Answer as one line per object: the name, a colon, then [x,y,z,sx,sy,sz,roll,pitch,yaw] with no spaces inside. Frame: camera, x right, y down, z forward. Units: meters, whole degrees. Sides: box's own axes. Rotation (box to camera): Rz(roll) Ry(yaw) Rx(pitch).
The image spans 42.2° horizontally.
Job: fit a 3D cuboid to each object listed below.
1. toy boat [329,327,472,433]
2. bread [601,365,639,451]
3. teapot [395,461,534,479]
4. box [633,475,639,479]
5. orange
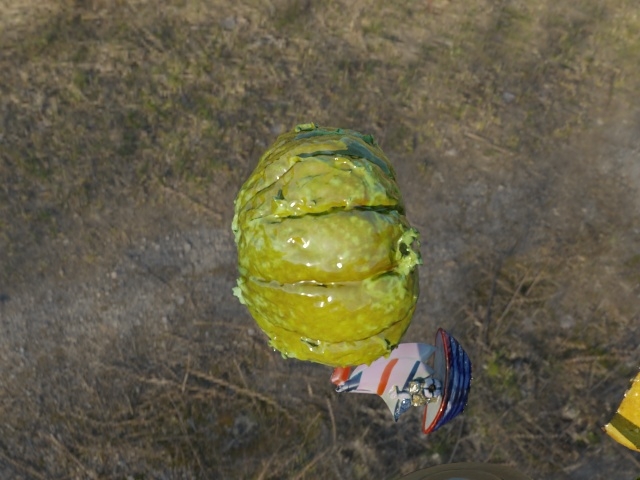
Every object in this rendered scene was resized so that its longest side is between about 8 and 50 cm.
toy boat: [0.182,0.267,1.713,0.318,0.072,0.219,31,89,-21]
bread: [0.743,0.319,1.692,0.194,0.339,0.179,-13,43,-40]
teapot: [0.164,0.467,1.173,0.322,0.239,0.239,-8,99,4]
box: [0.625,0.508,1.526,0.279,0.040,0.153,-9,36,-43]
orange: [0.000,0.000,1.007,0.224,0.300,0.301,-8,53,-3]
